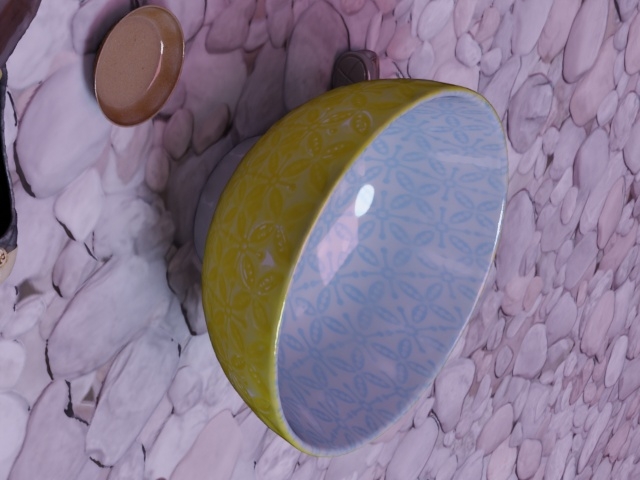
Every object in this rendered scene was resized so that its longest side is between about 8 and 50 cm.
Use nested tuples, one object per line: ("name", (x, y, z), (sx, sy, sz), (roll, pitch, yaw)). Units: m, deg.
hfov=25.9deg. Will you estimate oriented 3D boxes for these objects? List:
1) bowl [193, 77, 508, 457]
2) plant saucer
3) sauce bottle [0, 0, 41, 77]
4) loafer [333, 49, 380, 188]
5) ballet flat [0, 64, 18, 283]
("bowl", (0.000, 0.000, 1.042), (0.289, 0.156, 0.289), (-35, 137, -40))
("plant saucer", (-0.122, -0.116, 0.911), (0.083, 0.015, 0.083), (-37, 140, -39))
("sauce bottle", (-0.210, -0.099, 0.693), (0.344, 0.111, 0.111), (-58, 149, -10))
("loafer", (0.029, -0.094, 1.135), (0.039, 0.045, 0.125), (-25, 129, -56))
("ballet flat", (-0.201, -0.041, 0.808), (0.057, 0.049, 0.173), (-36, 138, -39))
